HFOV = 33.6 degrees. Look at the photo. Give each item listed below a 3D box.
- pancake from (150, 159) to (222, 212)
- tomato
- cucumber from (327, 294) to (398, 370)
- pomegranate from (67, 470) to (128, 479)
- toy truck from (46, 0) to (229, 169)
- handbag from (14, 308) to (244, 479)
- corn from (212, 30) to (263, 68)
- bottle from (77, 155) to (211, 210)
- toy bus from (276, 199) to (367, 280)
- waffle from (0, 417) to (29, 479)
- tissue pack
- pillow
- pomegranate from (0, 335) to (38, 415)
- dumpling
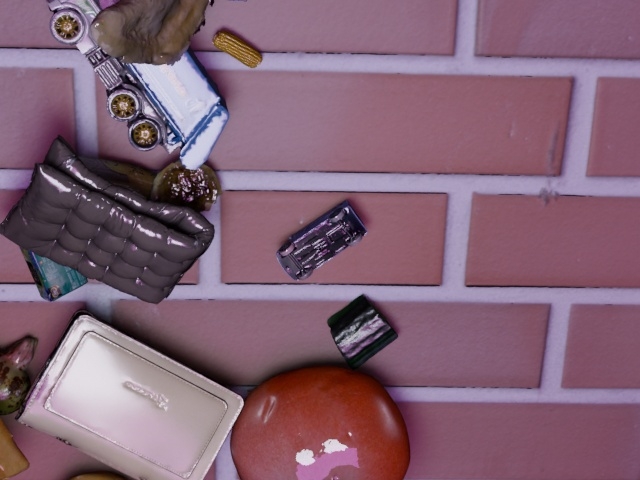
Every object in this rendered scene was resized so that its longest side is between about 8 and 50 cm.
[{"bbox_3d":[-0.242,-0.084,1.879,0.116,0.022,0.129,43,80,-26],"label":"pancake"},{"bbox_3d":[-0.003,0.400,2.000,0.341,0.273,0.341,-1,115,-3],"label":"tomato"},{"bbox_3d":[0.079,0.181,2.033,0.115,0.062,0.116,-38,110,8],"label":"cucumber"},{"bbox_3d":[-0.440,0.558,2.083,0.209,0.209,0.209,-1,112,-2],"label":"pomegranate"},{"bbox_3d":[-0.302,-0.289,1.787,0.175,0.146,0.367,-34,112,3],"label":"toy truck"},{"bbox_3d":[-0.355,0.311,1.985,0.358,0.160,0.236,31,79,-13],"label":"handbag"},{"bbox_3d":[-0.143,-0.331,1.832,0.092,0.037,0.037,33,107,-14],"label":"corn"},{"bbox_3d":[-0.325,-0.093,1.895,0.270,0.083,0.083,9,111,-14],"label":"bottle"},{"bbox_3d":[0.000,0.000,1.949,0.167,0.076,0.073,-33,111,8],"label":"toy bus"},{"bbox_3d":[-0.725,0.312,1.964,0.304,0.077,0.348,-13,113,36],"label":"waffle"},{"bbox_3d":[-0.494,0.041,1.946,0.085,0.079,0.111,-31,115,-29],"label":"tissue pack"},{"bbox_3d":[-0.368,-0.020,1.827,0.326,0.101,0.228,28,137,-16],"label":"pillow"},{"bbox_3d":[-0.602,0.253,1.996,0.138,0.125,0.163,41,104,-3],"label":"pomegranate"},{"bbox_3d":[-0.256,-0.363,1.658,0.086,0.332,0.166,27,139,20],"label":"dumpling"}]
